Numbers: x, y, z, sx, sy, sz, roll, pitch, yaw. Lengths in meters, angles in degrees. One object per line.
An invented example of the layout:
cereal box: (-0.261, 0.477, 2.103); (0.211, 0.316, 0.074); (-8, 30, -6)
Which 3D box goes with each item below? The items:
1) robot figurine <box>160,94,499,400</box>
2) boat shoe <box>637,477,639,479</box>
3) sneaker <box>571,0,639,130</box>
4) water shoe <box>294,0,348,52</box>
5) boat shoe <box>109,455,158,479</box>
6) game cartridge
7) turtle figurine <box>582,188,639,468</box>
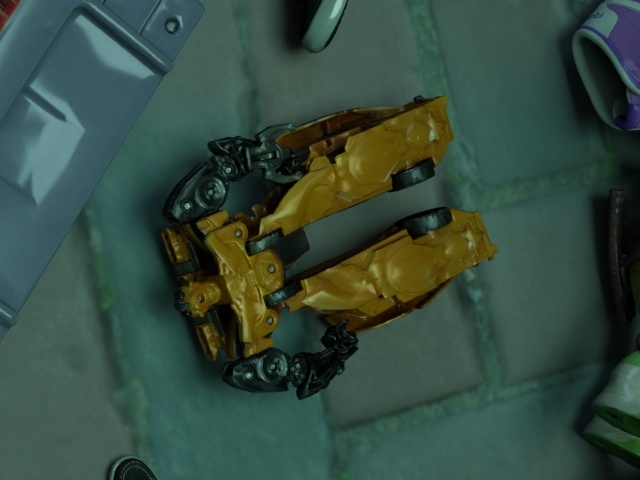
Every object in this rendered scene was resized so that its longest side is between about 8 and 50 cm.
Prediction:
robot figurine: (0.000, 0.000, 1.552); (0.291, 0.085, 0.211); (-24, 99, -32)
boat shoe: (0.317, 0.239, 1.670); (0.307, 0.111, 0.104); (-39, 142, -16)
sneaker: (0.338, -0.105, 1.710); (0.282, 0.102, 0.161); (41, 53, 17)
water shoe: (-0.006, -0.251, 1.588); (0.080, 0.073, 0.203); (13, 79, -4)
boat shoe: (-0.122, 0.222, 1.487); (0.046, 0.038, 0.125); (-21, 98, -31)
game cartridge: (-0.256, -0.098, 1.417); (0.230, 0.068, 0.355); (40, 67, -28)
turtle figurine: (0.353, 0.078, 1.702); (0.274, 0.198, 0.266); (37, 72, -20)
